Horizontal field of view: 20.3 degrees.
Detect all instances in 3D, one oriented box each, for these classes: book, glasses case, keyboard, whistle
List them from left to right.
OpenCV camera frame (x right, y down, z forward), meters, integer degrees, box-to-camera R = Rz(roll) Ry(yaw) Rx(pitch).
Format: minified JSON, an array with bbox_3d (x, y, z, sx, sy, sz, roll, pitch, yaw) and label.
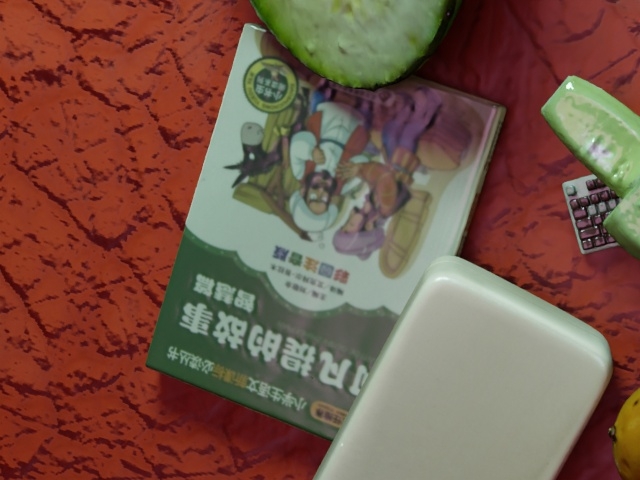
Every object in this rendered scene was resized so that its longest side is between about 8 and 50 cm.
[{"bbox_3d":[0.000,0.000,1.271,0.202,0.027,0.264,20,99,18],"label":"book"},{"bbox_3d":[0.062,0.185,1.211,0.144,0.076,0.336,29,102,2],"label":"glasses case"},{"bbox_3d":[0.233,-0.018,1.133,0.227,0.085,0.105,42,108,9],"label":"whistle"},{"bbox_3d":[0.244,-0.037,1.181,0.166,0.017,0.055,-16,87,21],"label":"keyboard"}]

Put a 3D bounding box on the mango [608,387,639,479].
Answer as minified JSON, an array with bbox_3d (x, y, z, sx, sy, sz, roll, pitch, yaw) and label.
[{"bbox_3d":[0.264,0.117,1.139,0.159,0.105,0.084,-15,61,9],"label":"mango"}]

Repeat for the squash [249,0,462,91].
[{"bbox_3d":[0.005,-0.263,1.166,0.233,0.210,0.309,13,92,38],"label":"squash"}]
